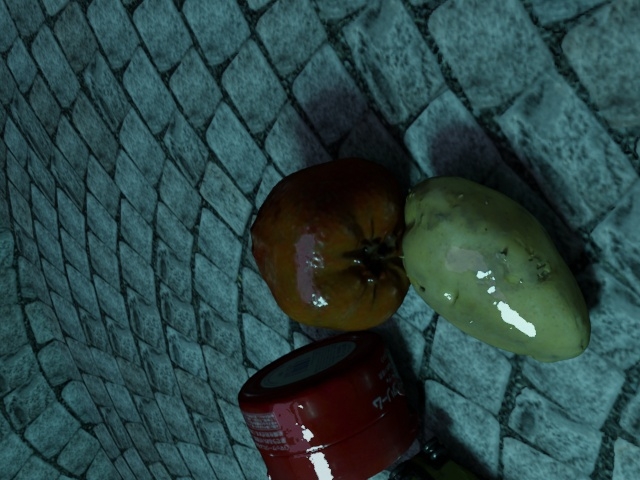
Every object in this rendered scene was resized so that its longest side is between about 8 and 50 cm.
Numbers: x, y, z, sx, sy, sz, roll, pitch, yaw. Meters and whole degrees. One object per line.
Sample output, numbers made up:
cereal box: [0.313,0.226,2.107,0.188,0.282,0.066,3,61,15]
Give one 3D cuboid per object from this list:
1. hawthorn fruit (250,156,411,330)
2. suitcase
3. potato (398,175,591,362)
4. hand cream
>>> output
hawthorn fruit: [0.000,0.000,1.064,0.243,0.207,0.207,11,123,54]
suitcase: [0.163,0.400,1.185,0.194,0.143,0.235,43,142,22]
potato: [0.173,0.035,0.914,0.234,0.128,0.161,55,150,-2]
hand cream: [0.009,0.230,1.187,0.230,0.230,0.149,-14,103,55]
